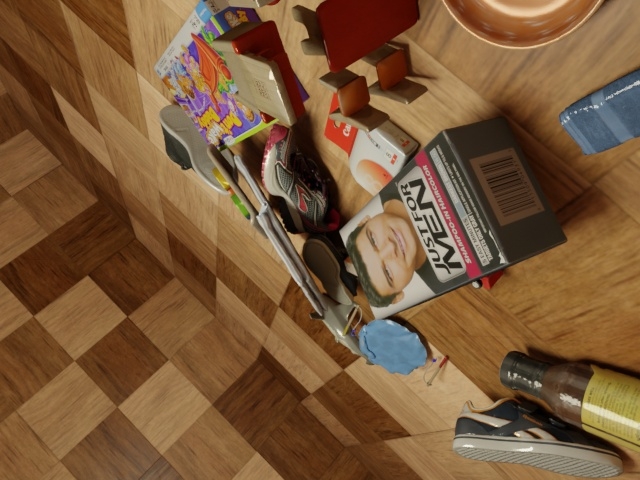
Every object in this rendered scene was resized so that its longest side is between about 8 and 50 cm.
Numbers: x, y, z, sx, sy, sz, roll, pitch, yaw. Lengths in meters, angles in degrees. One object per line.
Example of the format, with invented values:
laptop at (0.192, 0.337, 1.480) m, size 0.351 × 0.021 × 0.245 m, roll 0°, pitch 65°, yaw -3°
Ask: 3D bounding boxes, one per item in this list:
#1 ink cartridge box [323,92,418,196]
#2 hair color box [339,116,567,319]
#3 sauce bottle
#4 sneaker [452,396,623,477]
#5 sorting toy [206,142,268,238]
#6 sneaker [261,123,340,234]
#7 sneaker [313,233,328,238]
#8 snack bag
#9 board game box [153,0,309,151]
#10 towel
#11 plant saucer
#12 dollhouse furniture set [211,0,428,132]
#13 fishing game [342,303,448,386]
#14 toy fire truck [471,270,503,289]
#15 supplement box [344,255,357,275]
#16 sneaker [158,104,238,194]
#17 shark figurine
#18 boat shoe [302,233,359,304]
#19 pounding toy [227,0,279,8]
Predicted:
ink cartridge box at (0.071, -0.166, 0.865) m, size 0.179 × 0.045 × 0.145 m, roll 38°, pitch 153°, yaw 11°
hair color box at (0.172, -0.009, 0.780) m, size 0.186 × 0.113 × 0.374 m, roll 68°, pitch 156°, yaw 12°
sauce bottle at (0.460, 0.262, 0.805) m, size 0.344 × 0.111 × 0.111 m, roll 14°, pitch 139°, yaw 49°
sneaker at (0.444, 0.402, 1.040) m, size 0.320 × 0.128 × 0.126 m, roll 0°, pitch 139°, yaw 25°
sorting toy at (-0.190, -0.104, 1.150) m, size 0.208 × 0.038 × 0.193 m, roll 58°, pitch 179°, yaw 11°
sneaker at (-0.037, -0.123, 1.026) m, size 0.111 × 0.121 × 0.299 m, roll 3°, pitch 149°, yaw 18°
sneaker at (0.000, 0.000, 1.218) m, size 0.043 × 0.040 × 0.109 m, roll 22°, pitch 145°, yaw 45°
snack bag at (-0.090, -0.004, 1.134) m, size 0.343 × 0.037 × 0.323 m, roll 59°, pitch 178°, yaw 20°
board game box at (-0.196, -0.323, 1.008) m, size 0.233 × 0.078 × 0.347 m, roll 55°, pitch 154°, yaw -17°
towel at (0.322, -0.139, 0.533) m, size 0.067 × 0.029 × 0.119 m, roll 50°, pitch 155°, yaw -6°
plant saucer at (0.199, -0.292, 0.492) m, size 0.200 × 0.037 × 0.200 m, roll 35°, pitch 151°, yaw 22°
dollhouse furniture set at (0.019, -0.242, 0.586) m, size 0.135 × 0.259 × 0.262 m, roll 35°, pitch 155°, yaw 44°
fishing game at (0.185, 0.270, 1.271) m, size 0.264 × 0.041 × 0.189 m, roll 26°, pitch 132°, yaw 13°
toy fire truck at (0.249, 0.014, 0.845) m, size 0.192 × 0.047 × 0.135 m, roll 18°, pitch 141°, yaw 49°
supplement box at (0.110, 0.054, 1.101) m, size 0.098 × 0.062 × 0.036 m, roll 24°, pitch 148°, yaw 37°
sneaker at (-0.320, -0.217, 1.336) m, size 0.296 × 0.104 × 0.147 m, roll 48°, pitch 157°, yaw 10°
shark figurine at (0.082, 0.232, 1.370) m, size 0.278 × 0.116 × 0.166 m, roll 46°, pitch -170°, yaw 20°
boat shoe at (0.035, 0.058, 1.173) m, size 0.095 × 0.079 × 0.255 m, roll 8°, pitch 147°, yaw 35°
pounding toy at (-0.052, -0.370, 0.682) m, size 0.130 × 0.141 × 0.100 m, roll 38°, pitch 157°, yaw 51°
